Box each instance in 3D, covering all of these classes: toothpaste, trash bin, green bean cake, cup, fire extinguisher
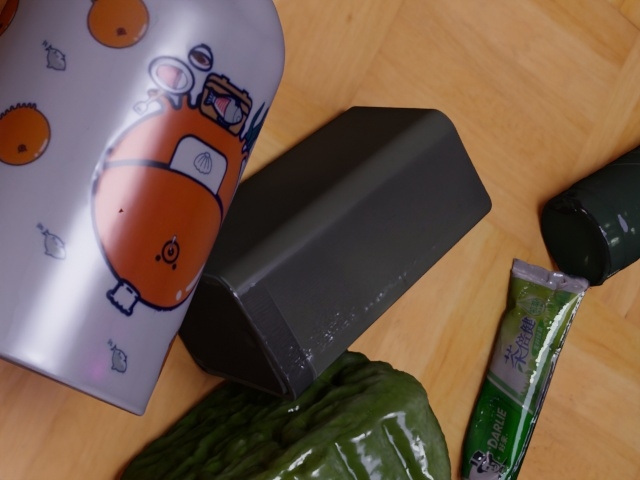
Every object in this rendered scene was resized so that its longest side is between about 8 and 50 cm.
[{"bbox_3d":[0.181,0.144,1.369,0.248,0.078,0.047,-72,161,-1],"label":"toothpaste"},{"bbox_3d":[0.000,0.000,1.180,0.240,0.164,0.122,-39,114,-22],"label":"trash bin"},{"bbox_3d":[-0.026,0.185,1.137,0.222,0.248,0.125,-37,112,-20],"label":"green bean cake"},{"bbox_3d":[-0.164,-0.061,1.047,0.212,0.212,0.317,28,79,-30],"label":"cup"},{"bbox_3d":[0.359,-0.069,1.418,0.311,0.114,0.095,-29,69,-26],"label":"fire extinguisher"}]
